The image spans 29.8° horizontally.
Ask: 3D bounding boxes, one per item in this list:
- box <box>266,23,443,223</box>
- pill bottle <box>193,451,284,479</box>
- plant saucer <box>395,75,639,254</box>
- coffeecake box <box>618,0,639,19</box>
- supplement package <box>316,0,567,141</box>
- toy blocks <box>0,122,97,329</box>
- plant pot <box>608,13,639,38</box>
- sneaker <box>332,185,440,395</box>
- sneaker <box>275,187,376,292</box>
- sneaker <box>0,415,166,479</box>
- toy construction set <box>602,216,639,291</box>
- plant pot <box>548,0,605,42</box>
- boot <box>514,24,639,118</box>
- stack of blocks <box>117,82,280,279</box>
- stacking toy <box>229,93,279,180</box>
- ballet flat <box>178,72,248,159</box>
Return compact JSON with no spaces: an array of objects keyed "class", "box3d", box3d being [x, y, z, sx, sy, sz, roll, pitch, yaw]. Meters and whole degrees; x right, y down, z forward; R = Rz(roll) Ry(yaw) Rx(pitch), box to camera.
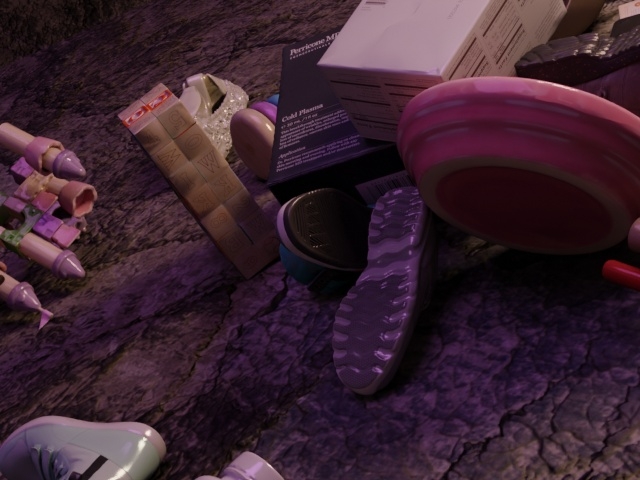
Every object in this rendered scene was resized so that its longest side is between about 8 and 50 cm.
[{"class":"box","box3d":[0.119,-0.184,1.784,0.343,0.179,0.312,-16,45,22]},{"class":"pill bottle","box3d":[-0.117,0.310,1.242,0.187,0.112,0.112,-41,28,-26]},{"class":"plant saucer","box3d":[0.245,-0.072,1.413,0.332,0.332,0.084,-4,61,41]},{"class":"coffeecake box","box3d":[0.546,-0.311,1.783,0.185,0.068,0.142,-16,44,24]},{"class":"supplement package","box3d":[0.162,-0.267,1.583,0.204,0.145,0.262,12,59,40]},{"class":"toy blocks","box3d":[-0.504,0.003,2.153,0.260,0.309,0.288,26,64,21]},{"class":"plant pot","box3d":[0.468,-0.212,1.597,0.187,0.167,0.188,-11,29,30]},{"class":"sneaker","box3d":[0.103,0.072,1.497,0.105,0.115,0.281,-2,55,37]},{"class":"sneaker","box3d":[0.000,0.000,1.616,0.178,0.123,0.295,-20,-14,37]},{"class":"sneaker","box3d":[-0.333,0.296,1.495,0.256,0.094,0.151,-10,24,29]},{"class":"toy construction set","box3d":[0.472,-0.043,1.252,0.237,0.257,0.309,24,75,44]},{"class":"plant pot","box3d":[0.385,-0.447,2.062,0.191,0.284,0.284,-2,5,-40]},{"class":"boot","box3d":[0.419,-0.155,1.483,0.338,0.222,0.118,-4,26,39]},{"class":"stack of blocks","box3d":[-0.186,-0.095,1.857,0.087,0.297,0.171,-39,27,-6]},{"class":"stacking toy","box3d":[0.000,-0.244,2.178,0.330,0.141,0.141,-35,26,-26]},{"class":"ballet flat","box3d":[-0.230,-0.265,2.432,0.147,0.147,0.409,-23,25,10]}]
